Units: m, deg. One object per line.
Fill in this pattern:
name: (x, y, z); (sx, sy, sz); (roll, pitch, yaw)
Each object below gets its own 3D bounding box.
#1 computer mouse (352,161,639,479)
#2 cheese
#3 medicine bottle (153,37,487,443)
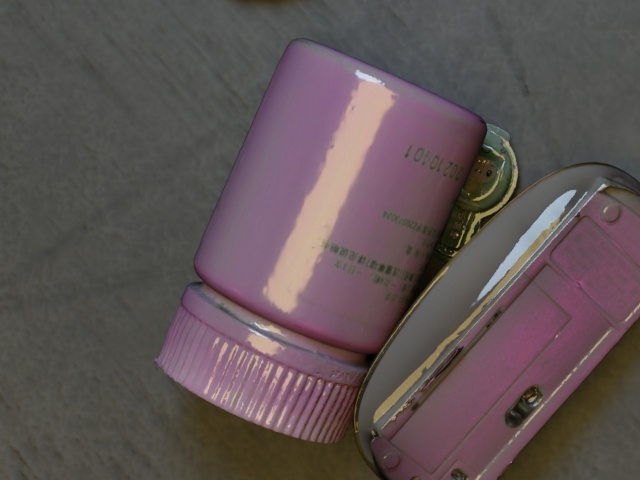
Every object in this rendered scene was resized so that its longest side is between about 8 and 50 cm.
computer mouse: (0.155, 0.077, 1.218); (0.158, 0.072, 0.310); (41, 90, -27)
cheese: (0.126, -0.039, 1.285); (0.067, 0.026, 0.120); (21, 94, 12)
medicine bottle: (0.000, 0.000, 1.236); (0.178, 0.178, 0.290); (24, 96, 12)
